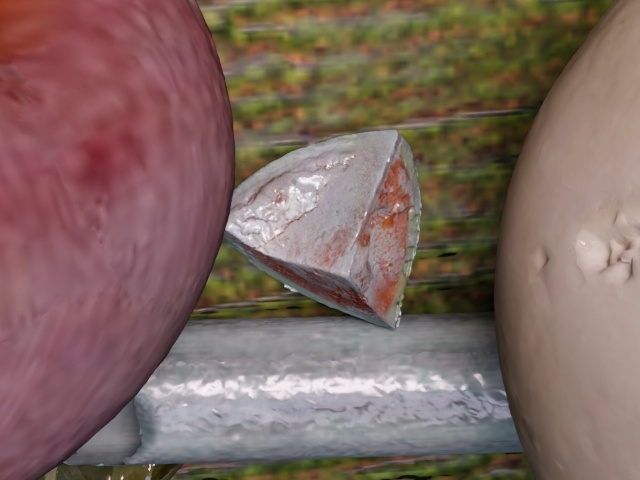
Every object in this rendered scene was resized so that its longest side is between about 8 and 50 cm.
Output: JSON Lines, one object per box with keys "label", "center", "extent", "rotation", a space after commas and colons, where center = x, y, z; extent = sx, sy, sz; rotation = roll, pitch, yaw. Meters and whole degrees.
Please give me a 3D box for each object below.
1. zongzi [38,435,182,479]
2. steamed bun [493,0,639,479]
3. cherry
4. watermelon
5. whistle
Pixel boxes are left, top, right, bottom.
{"label": "zongzi", "center": [-0.105, 0.133, 0.698], "extent": [0.119, 0.055, 0.109], "rotation": [-8, 126, -12]}
{"label": "steamed bun", "center": [0.216, 0.007, 0.539], "extent": [0.324, 0.206, 0.324], "rotation": [-5, 116, -10]}
{"label": "cherry", "center": [-0.166, -0.006, 0.489], "extent": [0.307, 0.261, 0.221], "rotation": [-32, 78, 37]}
{"label": "watermelon", "center": [0.000, 0.000, 0.609], "extent": [0.085, 0.061, 0.085], "rotation": [-2, 110, -5]}
{"label": "whistle", "center": [-0.026, 0.061, 0.649], "extent": [0.312, 0.062, 0.062], "rotation": [-1, 123, -4]}
